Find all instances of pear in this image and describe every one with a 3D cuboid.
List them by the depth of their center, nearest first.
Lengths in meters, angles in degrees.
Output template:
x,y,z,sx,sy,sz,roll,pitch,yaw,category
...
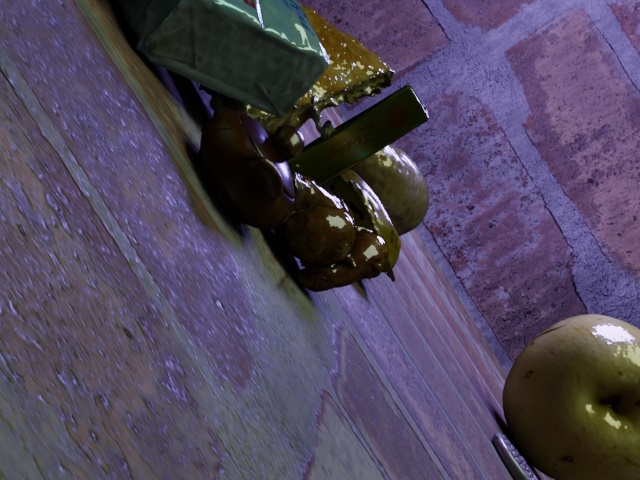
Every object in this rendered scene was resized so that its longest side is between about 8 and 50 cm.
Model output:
x,y,z,sx,sy,sz,roll,pitch,yaw,category
0.459,0.276,2.612,0.309,0.309,0.309,57,6,-9,pear

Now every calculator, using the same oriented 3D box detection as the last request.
x,y,z,sx,sy,sz,roll,pitch,yaw,category
0.299,0.347,2.241,0.166,0.024,0.103,53,7,-22,calculator

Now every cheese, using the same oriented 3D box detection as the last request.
x,y,z,sx,sy,sz,roll,pitch,yaw,category
0.050,-0.012,1.842,0.157,0.064,0.250,60,-3,14,cheese

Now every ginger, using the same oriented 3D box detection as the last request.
x,y,z,sx,sy,sz,roll,pitch,yaw,category
0.000,0.000,1.336,0.103,0.073,0.162,46,6,25,ginger

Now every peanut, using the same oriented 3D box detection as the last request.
x,y,z,sx,sy,sz,roll,pitch,yaw,category
0.068,-0.078,2.084,0.137,0.122,0.253,60,11,17,peanut

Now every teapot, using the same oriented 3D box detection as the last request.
x,y,z,sx,sy,sz,roll,pitch,yaw,category
-0.047,-0.060,1.191,0.098,0.078,0.129,56,6,-12,teapot

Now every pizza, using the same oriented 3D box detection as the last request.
x,y,z,sx,sy,sz,roll,pitch,yaw,category
-0.070,-0.164,1.454,0.280,0.075,0.288,31,30,-7,pizza

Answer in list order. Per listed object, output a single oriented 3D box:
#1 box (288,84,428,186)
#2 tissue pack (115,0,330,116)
x,y,z,sx,sy,sz,roll,pitch,yaw,category
0.032,-0.104,1.622,0.043,0.173,0.311,59,5,-4,box
-0.114,-0.242,1.338,0.177,0.089,0.263,21,33,-45,tissue pack
